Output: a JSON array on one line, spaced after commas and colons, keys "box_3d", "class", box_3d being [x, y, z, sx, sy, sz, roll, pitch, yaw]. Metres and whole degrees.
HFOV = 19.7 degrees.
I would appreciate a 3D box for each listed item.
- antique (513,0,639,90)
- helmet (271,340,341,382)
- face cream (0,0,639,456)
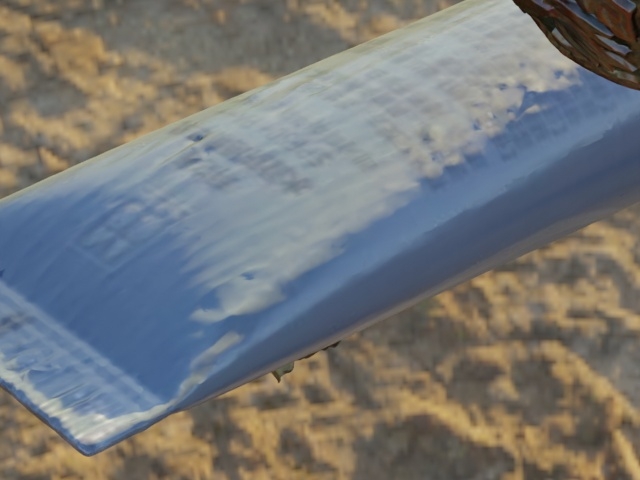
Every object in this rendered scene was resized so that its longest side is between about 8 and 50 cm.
[{"box_3d": [0.084, -0.078, 0.408, 0.104, 0.104, 0.104, -3, 43, 3], "class": "antique"}, {"box_3d": [0.000, 0.000, 1.506, 0.198, 0.130, 0.224, -36, 8, 33], "class": "helmet"}, {"box_3d": [0.053, -0.036, 0.598, 0.385, 0.086, 0.135, -24, 33, -30], "class": "face cream"}]
